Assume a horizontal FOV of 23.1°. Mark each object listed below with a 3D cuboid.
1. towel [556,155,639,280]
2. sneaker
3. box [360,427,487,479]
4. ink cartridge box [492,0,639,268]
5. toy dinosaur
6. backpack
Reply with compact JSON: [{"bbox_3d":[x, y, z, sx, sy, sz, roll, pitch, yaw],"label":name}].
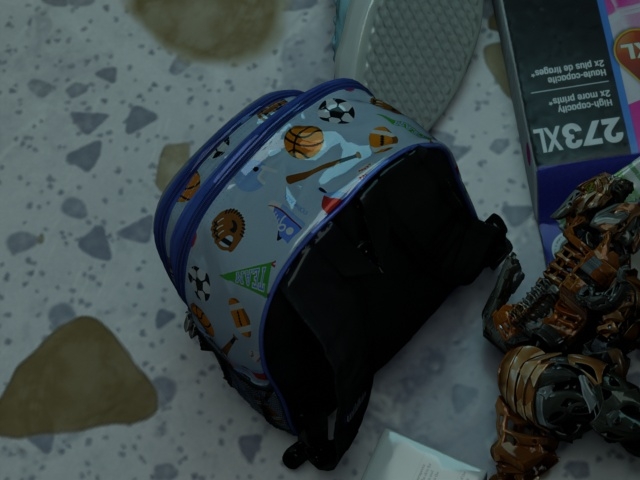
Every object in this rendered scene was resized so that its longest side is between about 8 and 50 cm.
[{"bbox_3d":[0.286,-0.018,1.301,0.152,0.023,0.113,-38,94,0],"label":"towel"},{"bbox_3d":[0.060,-0.248,1.422,0.150,0.135,0.366,-1,71,51],"label":"sneaker"},{"bbox_3d":[0.069,0.216,1.201,0.087,0.102,0.101,22,70,11],"label":"box"},{"bbox_3d":[0.255,-0.149,1.376,0.175,0.069,0.371,-8,68,1],"label":"ink cartridge box"},{"bbox_3d":[0.218,0.115,1.233,0.218,0.164,0.322,17,105,27],"label":"toy dinosaur"},{"bbox_3d":[0.000,0.000,1.216,0.213,0.263,0.276,35,74,18],"label":"backpack"}]
